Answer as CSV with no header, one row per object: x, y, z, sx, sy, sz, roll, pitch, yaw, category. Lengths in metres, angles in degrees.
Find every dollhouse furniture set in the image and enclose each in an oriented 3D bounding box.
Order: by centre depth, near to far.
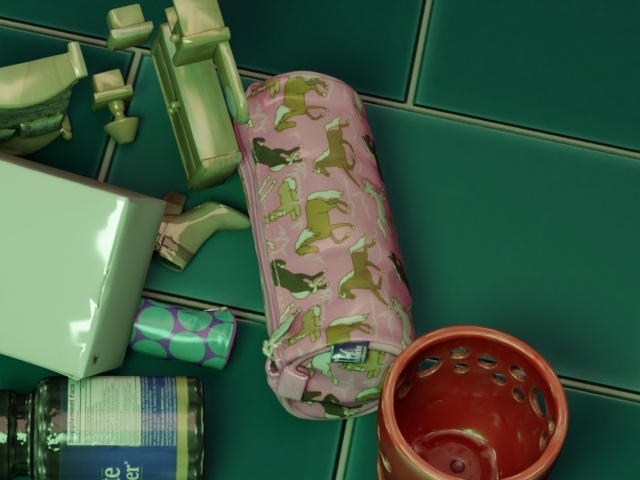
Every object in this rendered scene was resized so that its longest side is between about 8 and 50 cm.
-0.280,-0.116,2.012,0.356,0.303,0.173,-15,82,-16,dollhouse furniture set

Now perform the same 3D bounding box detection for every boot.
-0.145,-0.004,2.096,0.118,0.042,0.087,17,63,5,boot

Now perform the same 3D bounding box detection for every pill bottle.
-0.230,0.199,1.900,0.219,0.122,0.122,0,57,-7,pill bottle

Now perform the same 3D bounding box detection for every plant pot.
0.145,0.208,1.913,0.191,0.174,0.191,4,58,-6,plant pot

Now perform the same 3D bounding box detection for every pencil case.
-0.167,0.093,2.011,0.152,0.064,0.070,12,73,0,pencil case
0.000,0.000,2.042,0.160,0.167,0.386,-21,57,17,pencil case

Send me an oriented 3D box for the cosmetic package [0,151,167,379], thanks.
-0.368,-0.002,1.927,0.366,0.155,0.196,18,94,9,cosmetic package
